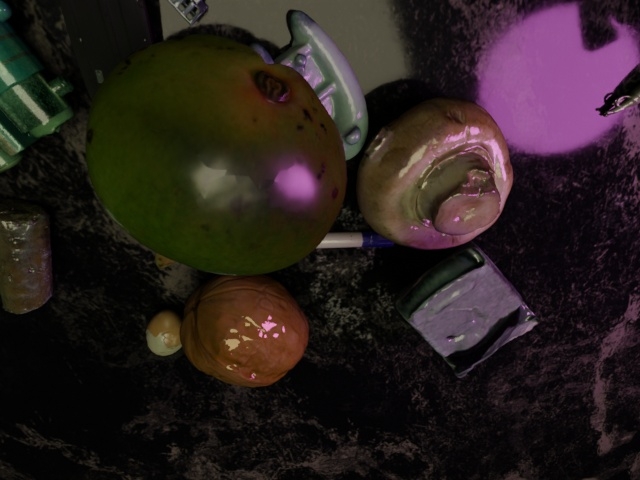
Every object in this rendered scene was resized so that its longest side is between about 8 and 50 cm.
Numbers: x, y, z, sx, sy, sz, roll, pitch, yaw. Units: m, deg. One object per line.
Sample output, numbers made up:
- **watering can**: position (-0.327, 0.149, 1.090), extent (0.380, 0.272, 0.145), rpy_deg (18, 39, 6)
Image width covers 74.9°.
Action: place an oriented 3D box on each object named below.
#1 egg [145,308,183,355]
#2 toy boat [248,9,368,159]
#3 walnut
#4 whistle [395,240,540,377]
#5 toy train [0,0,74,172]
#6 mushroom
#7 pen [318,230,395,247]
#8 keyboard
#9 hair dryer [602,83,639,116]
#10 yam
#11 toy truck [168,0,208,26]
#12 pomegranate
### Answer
- **egg**: position (-0.280, 0.166, 0.759), extent (0.072, 0.071, 0.083), rpy_deg (-3, 117, -9)
- **toy boat**: position (-0.004, -0.199, 0.577), extent (0.134, 0.079, 0.207), rpy_deg (-42, 119, -14)
- **walnut**: position (-0.125, 0.154, 0.717), extent (0.195, 0.195, 0.221), rpy_deg (-36, 121, 11)
- **whistle**: position (0.245, 0.119, 0.699), extent (0.168, 0.405, 0.188), rpy_deg (-39, 78, 12)
- **toy train**: position (-0.435, -0.230, 0.477), extent (0.194, 0.120, 0.298), rpy_deg (-30, 121, 1)
- **mushroom**: position (0.170, -0.091, 0.635), extent (0.255, 0.184, 0.254), rpy_deg (-8, 135, -8)
- **pen**: position (0.000, 0.000, 0.738), extent (0.269, 0.033, 0.033), rpy_deg (-2, 120, -10)
- **keyboard**: position (-0.257, -0.209, 0.549), extent (0.104, 0.041, 0.380), rpy_deg (-2, 129, -8)
- **hair dryer**: position (0.549, -0.301, 0.663), extent (0.206, 0.075, 0.237), rpy_deg (36, 116, -19)
- **yam**: position (-0.457, 0.026, 0.643), extent (0.078, 0.078, 0.179), rpy_deg (6, 118, -14)
- **toy truck**: position (-0.170, -0.360, 0.474), extent (0.115, 0.080, 0.178), rpy_deg (-33, 122, 20)
- **pomegranate**: position (-0.142, -0.054, 0.524), extent (0.310, 0.216, 0.358), rpy_deg (26, 133, -23)
